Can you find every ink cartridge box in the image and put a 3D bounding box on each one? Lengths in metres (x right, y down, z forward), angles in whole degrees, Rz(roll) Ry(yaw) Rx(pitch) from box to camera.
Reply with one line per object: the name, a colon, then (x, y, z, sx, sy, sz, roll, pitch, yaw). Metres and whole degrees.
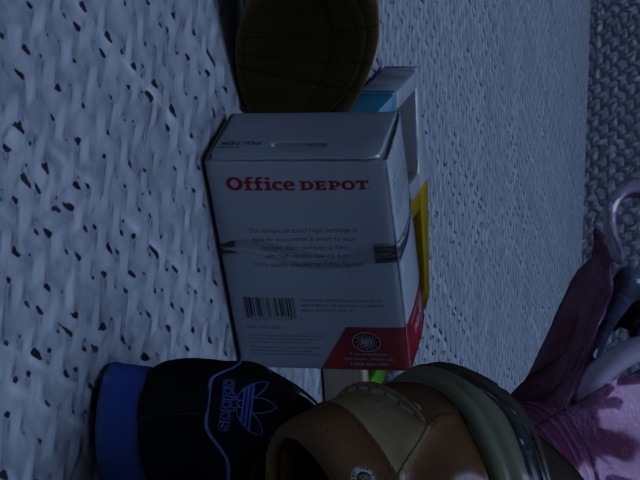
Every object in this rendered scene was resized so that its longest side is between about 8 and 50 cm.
ink cartridge box: (0.000, 0.000, 0.922, 0.056, 0.099, 0.135, -69, 156, -55)

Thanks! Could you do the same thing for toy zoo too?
toy zoo: (0.045, -0.015, 1.248, 0.293, 0.030, 0.192, -49, 138, -69)

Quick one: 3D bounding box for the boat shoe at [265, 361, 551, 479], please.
boat shoe: (0.036, 0.216, 0.701, 0.120, 0.122, 0.324, -4, 80, -38)

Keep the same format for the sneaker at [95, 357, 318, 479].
sneaker: (-0.030, 0.117, 0.819, 0.232, 0.090, 0.081, 57, 35, -65)

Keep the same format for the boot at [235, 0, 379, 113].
boot: (-0.004, -0.182, 0.953, 0.165, 0.077, 0.213, -88, -178, -52)

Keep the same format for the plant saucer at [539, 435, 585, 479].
plant saucer: (0.113, 0.266, 0.957, 0.310, 0.050, 0.311, 8, 90, -68)

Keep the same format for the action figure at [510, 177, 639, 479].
action figure: (0.157, 0.161, 1.176, 0.370, 0.248, 0.276, -21, 142, -40)
